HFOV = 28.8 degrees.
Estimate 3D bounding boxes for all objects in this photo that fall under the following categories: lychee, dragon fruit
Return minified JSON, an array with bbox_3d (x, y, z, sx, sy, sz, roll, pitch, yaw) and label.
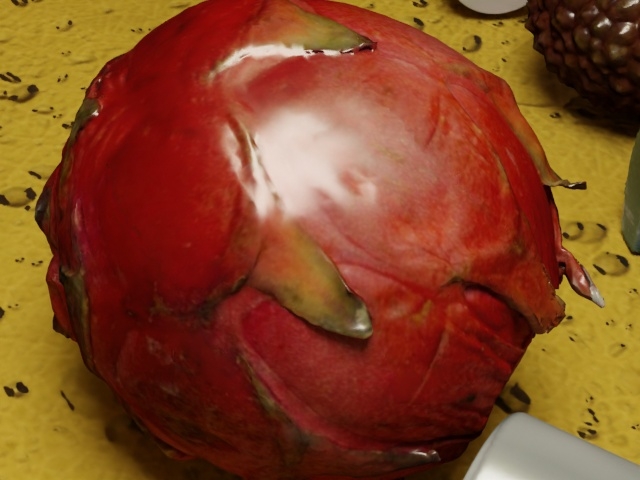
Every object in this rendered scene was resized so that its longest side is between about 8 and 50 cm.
[{"bbox_3d":[0.230,-0.166,0.857,0.188,0.188,0.188,3,40,-2],"label":"lychee"},{"bbox_3d":[-0.010,0.001,0.591,0.241,0.241,0.252,-25,61,-30],"label":"dragon fruit"}]

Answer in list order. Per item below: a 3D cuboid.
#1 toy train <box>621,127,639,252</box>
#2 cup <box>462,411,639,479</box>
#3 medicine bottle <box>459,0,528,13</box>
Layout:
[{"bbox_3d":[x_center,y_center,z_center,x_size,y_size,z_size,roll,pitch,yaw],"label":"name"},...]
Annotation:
[{"bbox_3d":[0.332,0.000,0.706,0.299,0.131,0.202,-2,33,-9],"label":"toy train"},{"bbox_3d":[0.126,0.149,0.543,0.133,0.136,0.099,23,77,21],"label":"cup"},{"bbox_3d":[0.124,-0.268,1.011,0.103,0.103,0.187,-3,41,-9],"label":"medicine bottle"}]
